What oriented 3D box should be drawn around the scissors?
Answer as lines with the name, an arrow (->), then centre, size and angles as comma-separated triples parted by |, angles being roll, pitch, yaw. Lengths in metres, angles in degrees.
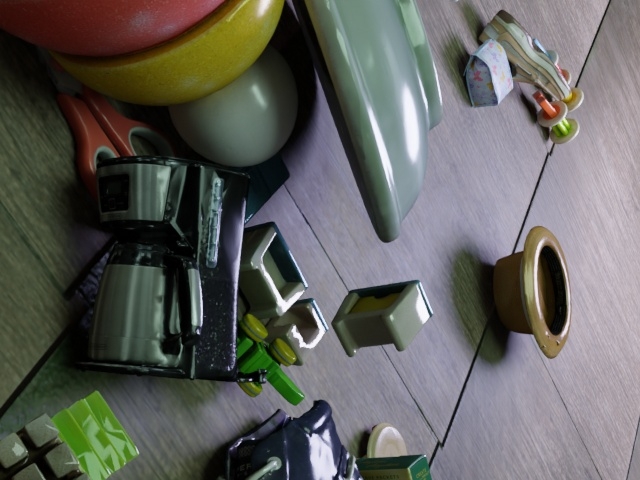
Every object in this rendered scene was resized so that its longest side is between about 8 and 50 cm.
scissors -> -0.215, -0.128, 0.913 | 0.297, 0.021, 0.109 | 53, 43, -32

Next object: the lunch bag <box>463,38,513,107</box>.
lunch bag -> 0.244, -0.247, 1.596 | 0.071, 0.053, 0.083 | -48, 129, -48

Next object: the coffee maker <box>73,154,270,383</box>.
coffee maker -> -0.119, 0.027, 0.914 | 0.171, 0.120, 0.178 | 21, 72, -67

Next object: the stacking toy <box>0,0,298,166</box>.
stacking toy -> -0.146, -0.222, 0.852 | 0.480, 0.351, 0.350 | 63, 33, -49

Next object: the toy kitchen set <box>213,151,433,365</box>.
toy kitchen set -> 0.000, 0.000, 1.059 | 0.207, 0.166, 0.122 | 64, 37, -21

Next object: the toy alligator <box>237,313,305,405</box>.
toy alligator -> -0.085, 0.088, 1.018 | 0.190, 0.056, 0.051 | 42, 7, -24

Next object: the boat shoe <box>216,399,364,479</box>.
boat shoe -> -0.061, 0.266, 0.948 | 0.158, 0.127, 0.340 | 67, 27, -6

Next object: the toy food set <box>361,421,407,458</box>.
toy food set -> 0.072, 0.247, 1.221 | 0.082, 0.020, 0.083 | 39, 49, -44

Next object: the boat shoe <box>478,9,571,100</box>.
boat shoe -> 0.314, -0.274, 1.694 | 0.190, 0.072, 0.068 | 41, 9, -26

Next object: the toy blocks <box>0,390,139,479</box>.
toy blocks -> -0.218, 0.195, 0.474 | 0.381, 0.261, 0.190 | -33, 87, -24

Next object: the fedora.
fedora -> 0.298, 0.075, 1.553 | 0.194, 0.079, 0.194 | 15, 72, -58

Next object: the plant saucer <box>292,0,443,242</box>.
plant saucer -> 0.039, -0.200, 1.064 | 0.400, 0.101, 0.400 | -20, 90, -89

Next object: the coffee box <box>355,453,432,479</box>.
coffee box -> 0.076, 0.316, 1.127 | 0.040, 0.113, 0.184 | -20, 98, -53

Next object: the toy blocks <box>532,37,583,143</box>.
toy blocks -> 0.375, -0.248, 1.787 | 0.148, 0.054, 0.123 | 44, 48, -38
